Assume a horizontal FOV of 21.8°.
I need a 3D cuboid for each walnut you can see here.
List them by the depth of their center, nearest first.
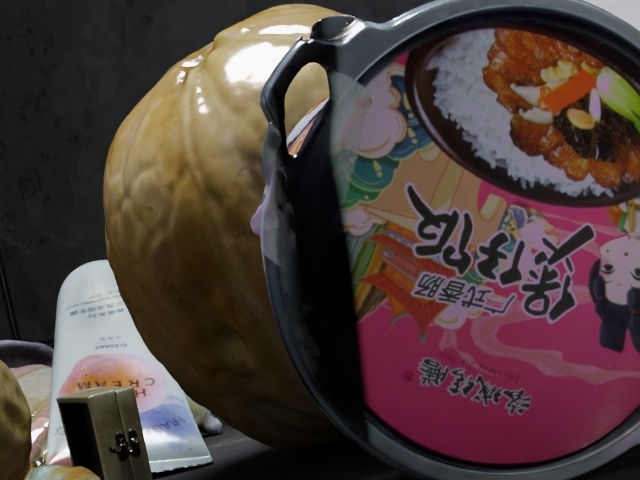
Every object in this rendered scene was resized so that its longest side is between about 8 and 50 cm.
[{"bbox_3d":[0.000,-0.001,1.132,0.277,0.313,0.252,-38,22,-2],"label":"walnut"}]

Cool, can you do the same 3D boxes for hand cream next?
[{"bbox_3d":[-0.171,0.100,1.367,0.124,0.078,0.341,-4,23,-10],"label":"hand cream"}]

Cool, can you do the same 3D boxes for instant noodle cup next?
[{"bbox_3d":[0.073,-0.003,0.921,0.258,0.302,0.181,-45,15,-11],"label":"instant noodle cup"}]

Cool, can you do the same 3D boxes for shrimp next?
[{"bbox_3d":[-0.191,0.171,1.110,0.091,0.043,0.184,-16,3,-12],"label":"shrimp"}]

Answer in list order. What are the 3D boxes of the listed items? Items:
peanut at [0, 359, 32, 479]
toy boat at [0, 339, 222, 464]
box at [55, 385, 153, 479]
[{"bbox_3d":[-0.324,0.129,0.942,0.387,0.192,0.169,-14,-35,-48],"label":"peanut"},{"bbox_3d":[-0.283,0.159,1.430,0.276,0.111,0.293,-22,16,-36],"label":"toy boat"},{"bbox_3d":[-0.146,0.141,1.138,0.035,0.079,0.083,-12,-1,-25],"label":"box"}]
